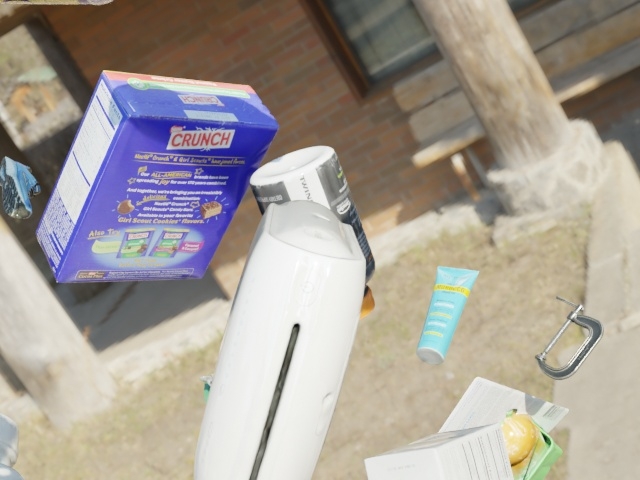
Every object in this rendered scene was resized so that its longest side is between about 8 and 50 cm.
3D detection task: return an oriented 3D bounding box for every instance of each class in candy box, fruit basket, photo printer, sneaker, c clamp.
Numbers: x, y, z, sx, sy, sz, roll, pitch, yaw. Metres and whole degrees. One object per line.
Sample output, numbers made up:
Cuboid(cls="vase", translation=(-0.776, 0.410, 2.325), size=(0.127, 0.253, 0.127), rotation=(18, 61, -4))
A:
Cuboid(cls="candy box", translation=(-0.249, -0.089, 1.602), size=(0.268, 0.122, 0.317), rotation=(0, -47, -41))
Cuboid(cls="fruit basket", translation=(0.305, 0.424, 2.087), size=(0.327, 0.353, 0.165), rotation=(-57, 41, 10))
Cuboid(cls="photo printer", translation=(-0.038, 0.101, 0.976), size=(0.307, 0.107, 0.256), rotation=(-99, 25, -81))
Cuboid(cls="sneaker", translation=(-0.559, -0.100, 1.994), size=(0.063, 0.073, 0.162), rotation=(-59, 38, 29))
Cuboid(cls="c clamp", translation=(0.454, 0.185, 1.959), size=(0.137, 0.022, 0.161), rotation=(18, 66, 50))

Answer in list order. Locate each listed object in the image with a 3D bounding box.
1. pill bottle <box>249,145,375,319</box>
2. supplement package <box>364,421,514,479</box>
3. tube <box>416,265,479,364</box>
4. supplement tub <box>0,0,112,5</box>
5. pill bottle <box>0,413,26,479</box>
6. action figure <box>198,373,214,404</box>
Cuboid(cls="pill bottle", translation=(0.000, 0.000, 1.507), size=(0.130, 0.246, 0.130), rotation=(-19, 18, 6))
Cuboid(cls="supplement package", translation=(0.203, 0.392, 1.733), size=(0.139, 0.134, 0.244), rotation=(-17, -8, 34))
Cuboid(cls="tube", translation=(0.229, 0.132, 1.952), size=(0.080, 0.052, 0.207), rotation=(10, 52, 18))
Cuboid(cls="supplement tub", translation=(-0.443, -0.442, 1.431), size=(0.331, 0.241, 0.241), rotation=(0, 18, -1))
Cuboid(cls="pill bottle", translation=(-0.458, 0.380, 1.323), size=(0.176, 0.176, 0.319), rotation=(-24, 51, 26))
Cuboid(cls="action figure", translation=(-0.171, 0.351, 1.864), size=(0.063, 0.232, 0.137), rotation=(-2, -13, -30))
